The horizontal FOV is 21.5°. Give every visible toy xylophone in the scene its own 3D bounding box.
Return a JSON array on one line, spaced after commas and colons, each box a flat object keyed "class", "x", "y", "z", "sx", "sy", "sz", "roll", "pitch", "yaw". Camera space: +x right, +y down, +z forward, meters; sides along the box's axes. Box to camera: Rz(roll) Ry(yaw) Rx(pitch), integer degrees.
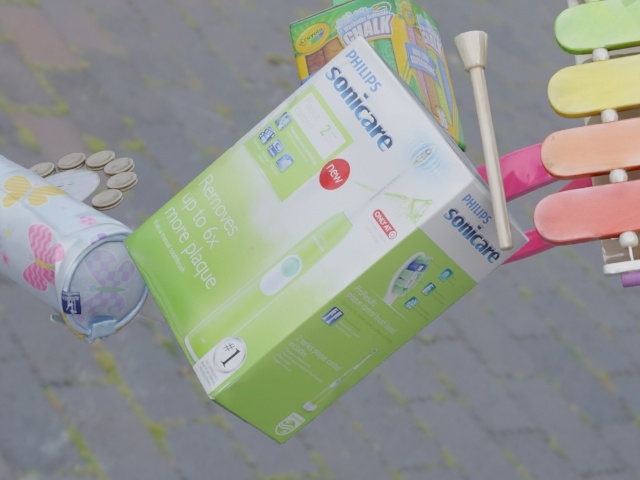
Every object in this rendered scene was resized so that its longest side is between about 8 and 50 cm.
[{"class": "toy xylophone", "x": 0.230, "y": -0.104, "z": 1.302, "sx": 0.081, "sy": 0.236, "sz": 0.323, "roll": 55, "pitch": 20, "yaw": -68}]

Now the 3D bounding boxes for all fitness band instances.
[{"class": "fitness band", "x": 0.212, "y": -0.033, "z": 1.793, "sx": 0.209, "sy": 0.291, "sz": 0.054, "roll": -11, "pitch": 73, "yaw": -23}]

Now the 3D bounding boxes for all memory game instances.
[{"class": "memory game", "x": -0.297, "y": -0.053, "z": 1.934, "sx": 0.186, "sy": 0.012, "sz": 0.186, "roll": -12, "pitch": 30, "yaw": 7}]

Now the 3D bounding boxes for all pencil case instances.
[{"class": "pencil case", "x": -0.290, "y": 0.001, "z": 1.726, "sx": 0.113, "sy": 0.124, "sz": 0.273, "roll": -26, "pitch": 40, "yaw": -35}]

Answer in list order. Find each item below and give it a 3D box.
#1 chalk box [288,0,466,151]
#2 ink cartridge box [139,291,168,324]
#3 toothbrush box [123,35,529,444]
[{"class": "chalk box", "x": 0.058, "y": -0.188, "z": 1.844, "sx": 0.132, "sy": 0.132, "sz": 0.213, "roll": 23, "pitch": 51, "yaw": -62}, {"class": "ink cartridge box", "x": -0.067, "y": 0.042, "z": 1.826, "sx": 0.219, "sy": 0.093, "sz": 0.160, "roll": 19, "pitch": 34, "yaw": 12}, {"class": "toothbrush box", "x": 0.000, "y": 0.000, "z": 1.451, "sx": 0.122, "sy": 0.283, "sz": 0.206, "roll": 42, "pitch": 12, "yaw": -50}]
